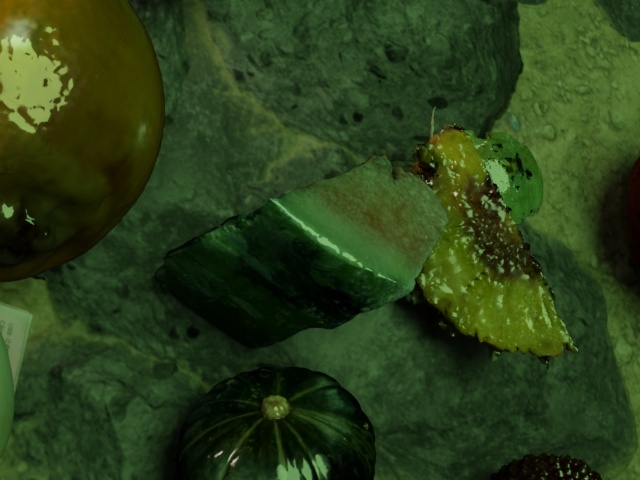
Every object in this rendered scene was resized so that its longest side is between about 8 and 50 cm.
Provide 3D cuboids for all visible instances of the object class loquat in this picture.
[{"bbox_3d":[-0.305,-0.122,1.428,0.329,0.328,0.328,13,66,-30],"label":"loquat"}]

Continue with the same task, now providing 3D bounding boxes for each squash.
[{"bbox_3d":[-0.044,0.229,1.550,0.218,0.218,0.172,-45,133,-37],"label":"squash"}]

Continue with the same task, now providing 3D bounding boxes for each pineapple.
[{"bbox_3d":[0.165,0.014,1.825,0.161,0.158,0.334,-29,92,3],"label":"pineapple"}]

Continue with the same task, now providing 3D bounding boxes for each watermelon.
[{"bbox_3d":[0.002,0.015,1.619,0.302,0.264,0.151,-26,89,-41],"label":"watermelon"}]

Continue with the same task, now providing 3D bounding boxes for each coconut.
[{"bbox_3d":[0.235,-0.080,1.938,0.158,0.055,0.133,6,68,-31],"label":"coconut"}]

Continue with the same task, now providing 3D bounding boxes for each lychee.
[{"bbox_3d":[0.263,0.330,1.729,0.188,0.188,0.188,13,66,-30],"label":"lychee"}]

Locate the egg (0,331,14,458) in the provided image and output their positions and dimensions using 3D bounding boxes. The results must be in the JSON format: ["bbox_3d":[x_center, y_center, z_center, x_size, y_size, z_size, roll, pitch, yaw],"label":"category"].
[{"bbox_3d":[-0.340,0.122,1.283,0.151,0.151,0.209,3,67,-33],"label":"egg"}]

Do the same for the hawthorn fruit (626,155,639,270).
[{"bbox_3d":[0.544,-0.050,1.981,0.316,0.316,0.315,13,66,-30],"label":"hawthorn fruit"}]

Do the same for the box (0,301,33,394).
[{"bbox_3d":[-0.414,0.131,1.387,0.252,0.106,0.203,21,62,-25],"label":"box"}]
